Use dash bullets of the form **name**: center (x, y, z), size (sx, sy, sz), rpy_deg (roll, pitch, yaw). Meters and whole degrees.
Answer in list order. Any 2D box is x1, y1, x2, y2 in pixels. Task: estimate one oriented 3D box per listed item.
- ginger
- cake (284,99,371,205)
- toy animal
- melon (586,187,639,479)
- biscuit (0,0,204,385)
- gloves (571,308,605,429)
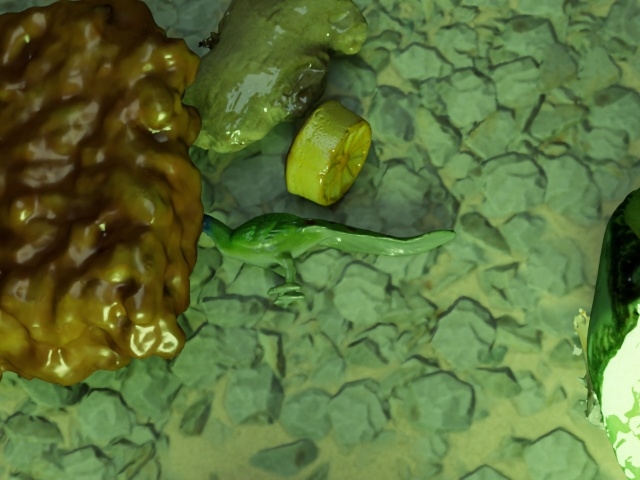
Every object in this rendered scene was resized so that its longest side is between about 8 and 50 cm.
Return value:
- **ginger**: center (-0.062, -0.136, 1.382), size (0.213, 0.074, 0.137), rpy_deg (-44, 50, -14)
- **cake**: center (0.005, -0.070, 1.339), size (0.044, 0.084, 0.084), rpy_deg (28, 74, 17)
- **toy animal**: center (-0.004, 0.015, 1.327), size (0.217, 0.041, 0.075), rpy_deg (5, 66, 7)
- **melon**: center (0.329, 0.073, 1.096), size (0.344, 0.226, 0.331), rpy_deg (17, 82, -7)
- **biscuit**: center (-0.239, -0.040, 1.327), size (0.312, 0.110, 0.318), rpy_deg (-6, 68, 22)
- **gloves**: center (0.266, 0.092, 1.230), size (0.153, 0.070, 0.114), rpy_deg (-2, 58, 2)
